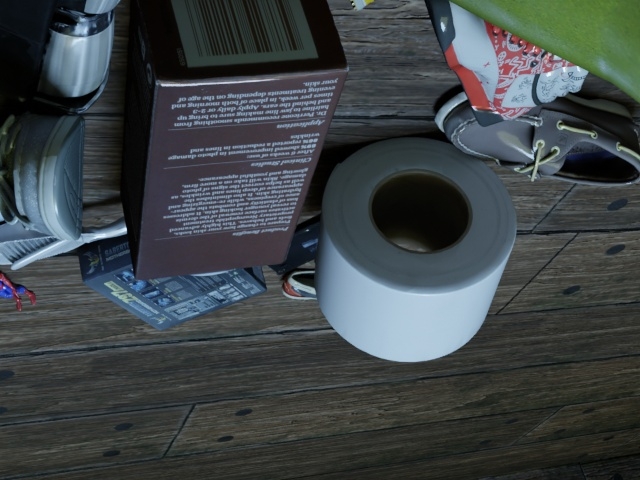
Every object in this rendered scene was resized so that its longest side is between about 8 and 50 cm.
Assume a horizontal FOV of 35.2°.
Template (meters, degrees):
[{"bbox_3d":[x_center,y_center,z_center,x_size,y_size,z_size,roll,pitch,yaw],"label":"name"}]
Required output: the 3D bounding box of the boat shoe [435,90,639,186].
[{"bbox_3d":[0.295,-0.129,1.312,0.324,0.097,0.116,4,147,-33],"label":"boat shoe"}]

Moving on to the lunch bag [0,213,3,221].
[{"bbox_3d":[-0.385,-0.050,1.154,0.083,0.053,0.071,-26,154,4],"label":"lunch bag"}]

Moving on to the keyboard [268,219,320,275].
[{"bbox_3d":[0.000,0.000,1.484,0.180,0.023,0.108,-24,145,18],"label":"keyboard"}]

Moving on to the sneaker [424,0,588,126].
[{"bbox_3d":[0.207,-0.222,1.089,0.145,0.090,0.270,-19,153,15],"label":"sneaker"}]

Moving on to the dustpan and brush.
[{"bbox_3d":[-0.316,-0.006,1.245,0.211,0.060,0.147,-25,174,-12],"label":"dustpan and brush"}]

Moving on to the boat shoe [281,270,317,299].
[{"bbox_3d":[0.007,0.068,1.589,0.137,0.049,0.043,2,146,-22],"label":"boat shoe"}]

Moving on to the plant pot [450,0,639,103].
[{"bbox_3d":[0.154,-0.265,0.570,0.366,0.353,0.366,-35,159,-16],"label":"plant pot"}]

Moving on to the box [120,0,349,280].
[{"bbox_3d":[-0.109,-0.109,1.097,0.191,0.143,0.381,-7,150,-18],"label":"box"}]

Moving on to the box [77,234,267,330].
[{"bbox_3d":[-0.201,0.043,1.416,0.183,0.059,0.233,-21,153,11],"label":"box"}]

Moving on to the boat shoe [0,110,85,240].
[{"bbox_3d":[-0.283,-0.069,0.979,0.103,0.118,0.320,1,-169,-16],"label":"boat shoe"}]

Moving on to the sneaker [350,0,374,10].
[{"bbox_3d":[0.041,-0.289,0.923,0.083,0.070,0.185,-27,158,4],"label":"sneaker"}]

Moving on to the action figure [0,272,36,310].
[{"bbox_3d":[-0.432,0.066,1.376,0.038,0.030,0.115,-17,151,13],"label":"action figure"}]

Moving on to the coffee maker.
[{"bbox_3d":[-0.248,-0.208,0.855,0.171,0.120,0.178,-2,149,-24],"label":"coffee maker"}]

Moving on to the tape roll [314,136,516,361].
[{"bbox_3d":[0.117,0.011,1.305,0.246,0.246,0.169,-10,147,-12],"label":"tape roll"}]
